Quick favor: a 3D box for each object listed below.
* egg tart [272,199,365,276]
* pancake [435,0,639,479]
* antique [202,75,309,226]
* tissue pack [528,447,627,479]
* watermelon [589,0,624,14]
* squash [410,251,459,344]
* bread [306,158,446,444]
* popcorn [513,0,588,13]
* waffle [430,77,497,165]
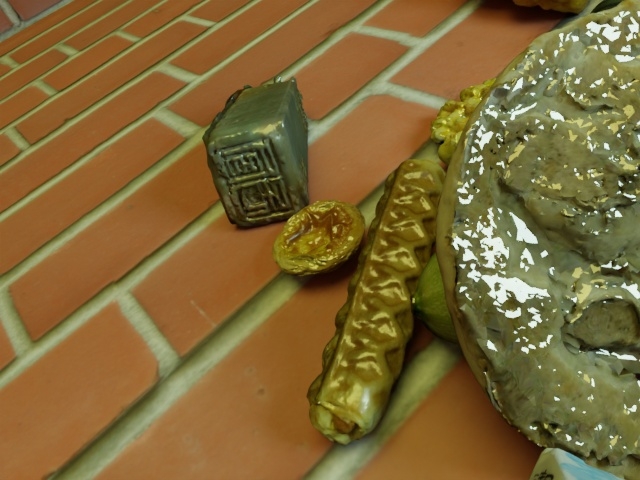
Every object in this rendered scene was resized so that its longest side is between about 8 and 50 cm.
[{"bbox_3d":[0.000,0.000,0.612,0.130,0.052,0.131,-15,42,14],"label":"egg tart"},{"bbox_3d":[0.274,-0.002,0.356,0.386,0.082,0.388,0,91,2],"label":"pancake"},{"bbox_3d":[-0.089,-0.167,0.757,0.125,0.150,0.284,-10,39,8],"label":"antique"},{"bbox_3d":[0.113,0.209,0.214,0.145,0.229,0.159,17,91,19],"label":"tissue pack"},{"bbox_3d":[0.422,-0.296,0.681,0.105,0.105,0.133,-42,26,-17],"label":"watermelon"},{"bbox_3d":[0.205,0.025,0.461,0.247,0.133,0.133,-29,46,-2],"label":"squash"},{"bbox_3d":[0.075,0.041,0.531,0.077,0.084,0.368,29,55,-7],"label":"bread"},{"bbox_3d":[0.391,-0.542,0.842,0.264,0.225,0.333,-25,66,15],"label":"popcorn"},{"bbox_3d":[0.278,-0.155,0.627,0.262,0.060,0.281,-12,39,22],"label":"waffle"}]
